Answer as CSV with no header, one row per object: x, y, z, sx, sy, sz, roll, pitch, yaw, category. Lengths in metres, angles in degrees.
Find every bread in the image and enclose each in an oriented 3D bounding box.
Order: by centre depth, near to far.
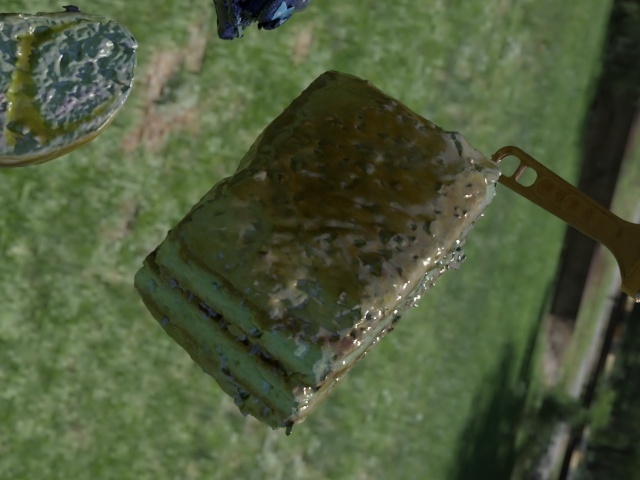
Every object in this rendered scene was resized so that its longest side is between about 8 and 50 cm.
0.000,0.000,0.897,0.196,0.138,0.102,-42,160,-36,bread
-0.288,-0.144,1.500,0.156,0.261,0.158,3,92,-57,bread

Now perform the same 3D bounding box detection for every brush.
0.281,-0.019,1.585,0.090,0.314,0.017,-55,139,3,brush

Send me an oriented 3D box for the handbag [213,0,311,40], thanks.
-0.039,-0.222,1.077,0.162,0.113,0.260,-58,-174,12,handbag
